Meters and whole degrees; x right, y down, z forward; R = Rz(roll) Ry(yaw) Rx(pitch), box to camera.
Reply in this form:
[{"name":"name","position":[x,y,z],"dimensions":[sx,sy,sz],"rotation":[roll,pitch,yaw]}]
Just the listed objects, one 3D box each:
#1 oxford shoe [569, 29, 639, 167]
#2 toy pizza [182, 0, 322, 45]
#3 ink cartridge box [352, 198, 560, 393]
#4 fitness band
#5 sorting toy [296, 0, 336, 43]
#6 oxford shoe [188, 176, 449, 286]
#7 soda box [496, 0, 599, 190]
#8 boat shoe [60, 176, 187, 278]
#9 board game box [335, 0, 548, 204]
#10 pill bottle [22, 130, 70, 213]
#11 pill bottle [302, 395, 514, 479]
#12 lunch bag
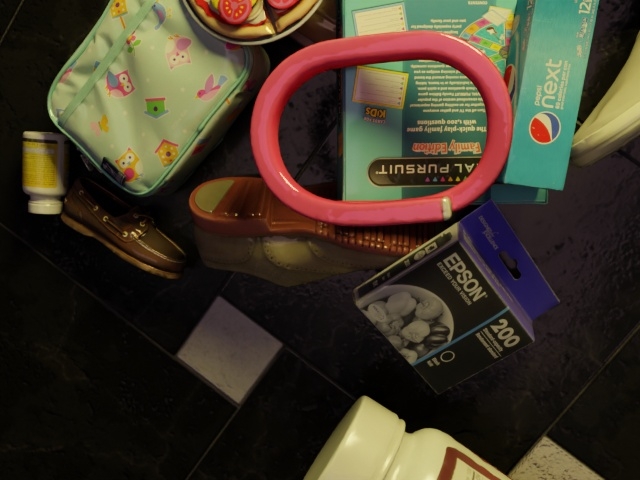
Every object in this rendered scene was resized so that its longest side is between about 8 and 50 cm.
[{"name":"oxford shoe","position":[0.428,-0.265,0.753],"dimensions":[0.130,0.169,0.449],"rotation":[43,97,3]},{"name":"toy pizza","position":[-0.082,-0.335,0.805],"dimensions":[0.201,0.032,0.201],"rotation":[0,90,13]},{"name":"ink cartridge box","position":[0.182,0.081,0.864],"dimensions":[0.208,0.045,0.206],"rotation":[-35,119,13]},{"name":"fitness band","position":[0.063,-0.121,0.751],"dimensions":[0.291,0.054,0.209],"rotation":[-2,99,15]},{"name":"sorting toy","position":[-0.050,-0.420,0.868],"dimensions":[0.307,0.041,0.229],"rotation":[32,107,-5]},{"name":"oxford shoe","position":[0.000,0.000,0.917],"dimensions":[0.348,0.123,0.130],"rotation":[9,130,5]},{"name":"soda box","position":[0.247,-0.166,0.763],"dimensions":[0.071,0.067,0.210],"rotation":[7,99,-5]},{"name":"boat shoe","position":[-0.277,-0.019,0.969],"dimensions":[0.207,0.073,0.073],"rotation":[28,104,6]},{"name":"board game box","position":[0.146,-0.211,0.823],"dimensions":[0.254,0.079,0.336],"rotation":[-1,100,-4]},{"name":"pill bottle","position":[-0.400,-0.099,0.986],"dimensions":[0.065,0.065,0.116],"rotation":[6,98,10]},{"name":"pill bottle","position":[0.167,0.387,0.864],"dimensions":[0.392,0.224,0.224],"rotation":[34,103,5]},{"name":"lunch bag","position":[-0.228,-0.208,0.915],"dimensions":[0.224,0.108,0.279],"rotation":[43,103,2]}]
